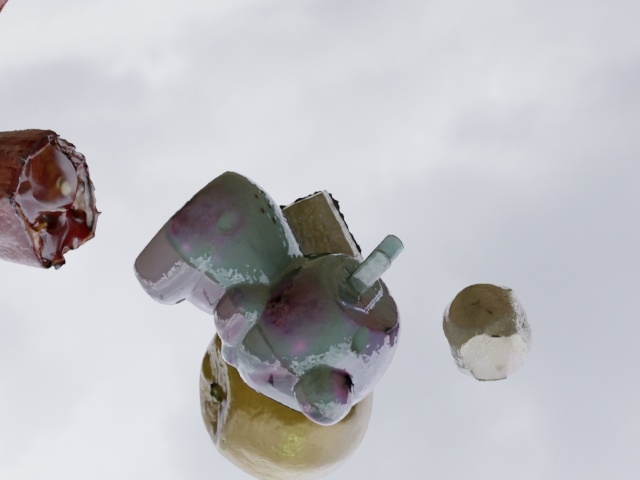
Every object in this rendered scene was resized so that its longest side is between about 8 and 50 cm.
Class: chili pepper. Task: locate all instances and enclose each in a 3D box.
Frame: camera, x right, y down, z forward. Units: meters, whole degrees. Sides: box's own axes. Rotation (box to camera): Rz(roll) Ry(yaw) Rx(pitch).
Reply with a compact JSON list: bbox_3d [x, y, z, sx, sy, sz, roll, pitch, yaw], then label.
[{"bbox_3d":[-0.360,-0.048,1.311,0.252,0.136,0.144,6,173,28],"label":"chili pepper"}]

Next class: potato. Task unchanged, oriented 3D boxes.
[{"bbox_3d":[-0.001,-0.002,1.604,0.086,0.122,0.061,-25,-177,1],"label":"potato"}]

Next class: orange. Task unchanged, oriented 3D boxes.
[{"bbox_3d":[-0.048,0.202,1.742,0.235,0.279,0.279,3,-159,-13],"label":"orange"}]

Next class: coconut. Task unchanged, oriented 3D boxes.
[{"bbox_3d":[0.202,0.117,1.500,0.110,0.124,0.110,-15,-137,14],"label":"coconut"}]

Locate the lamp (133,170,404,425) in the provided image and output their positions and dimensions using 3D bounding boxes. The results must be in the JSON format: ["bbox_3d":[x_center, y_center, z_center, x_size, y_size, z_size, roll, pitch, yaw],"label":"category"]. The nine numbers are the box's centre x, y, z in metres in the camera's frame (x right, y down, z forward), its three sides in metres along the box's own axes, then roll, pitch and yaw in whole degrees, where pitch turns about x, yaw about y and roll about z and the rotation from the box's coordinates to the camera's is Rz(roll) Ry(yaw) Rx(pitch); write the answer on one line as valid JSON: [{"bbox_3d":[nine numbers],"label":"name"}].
[{"bbox_3d":[-0.031,0.050,1.441,0.247,0.301,0.247,-47,178,23],"label":"lamp"}]

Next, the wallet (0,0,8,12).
[{"bbox_3d":[-0.327,-0.246,1.142,0.103,0.196,0.020,22,-154,-35],"label":"wallet"}]
